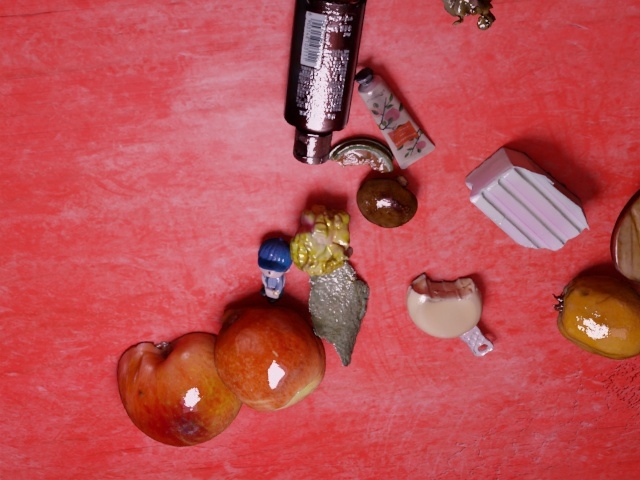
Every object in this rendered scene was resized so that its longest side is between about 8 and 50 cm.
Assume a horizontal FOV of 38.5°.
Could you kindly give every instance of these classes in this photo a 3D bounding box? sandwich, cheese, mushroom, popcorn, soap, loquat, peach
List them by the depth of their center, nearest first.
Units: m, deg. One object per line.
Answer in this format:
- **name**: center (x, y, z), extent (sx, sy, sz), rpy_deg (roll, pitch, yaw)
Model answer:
- **sandwich**: center (0.079, -0.168, 1.790), extent (0.135, 0.029, 0.067), rpy_deg (2, 124, -5)
- **mushroom**: center (0.132, -0.077, 1.836), extent (0.127, 0.087, 0.127), rpy_deg (11, 141, 9)
- **soap**: center (0.420, -0.079, 1.843), extent (0.145, 0.091, 0.230), rpy_deg (-39, 119, 24)
- **popcorn**: center (0.000, 0.000, 1.845), extent (0.126, 0.126, 0.145), rpy_deg (1, 100, -14)
- **peach**: center (-0.116, 0.234, 1.951), extent (0.232, 0.257, 0.232), rpy_deg (-32, 159, -14)
- **loquat**: center (0.607, 0.161, 1.962), extent (0.234, 0.176, 0.187), rpy_deg (24, 155, 16)
- **cheese**: center (0.285, 0.178, 2.021), extent (0.163, 0.071, 0.249), rpy_deg (-15, 125, 6)

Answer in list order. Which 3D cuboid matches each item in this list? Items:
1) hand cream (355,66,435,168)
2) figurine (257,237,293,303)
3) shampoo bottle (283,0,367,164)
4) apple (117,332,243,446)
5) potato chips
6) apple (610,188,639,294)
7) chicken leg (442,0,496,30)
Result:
- **hand cream**: center (0.136, -0.232, 1.746), extent (0.080, 0.050, 0.234), rpy_deg (-31, 127, 12)
- **figurine**: center (-0.095, 0.064, 1.908), extent (0.087, 0.086, 0.149), rpy_deg (-29, 142, -27)
- **shampoo bottle**: center (0.002, -0.295, 1.667), extent (0.129, 0.084, 0.323), rpy_deg (4, 125, -3)
- **apple**: center (-0.309, 0.351, 2.039), extent (0.293, 0.163, 0.251), rpy_deg (-22, 125, 8)
- **potato chips**: center (0.039, 0.146, 1.961), extent (0.167, 0.059, 0.228), rpy_deg (-47, 121, -22)
- **apple**: center (0.764, -0.006, 1.807), extent (0.329, 0.295, 0.365), rpy_deg (17, 118, -48)
- **chicken leg**: center (0.201, -0.532, 1.496), extent (0.201, 0.153, 0.429), rpy_deg (-13, 133, 19)
